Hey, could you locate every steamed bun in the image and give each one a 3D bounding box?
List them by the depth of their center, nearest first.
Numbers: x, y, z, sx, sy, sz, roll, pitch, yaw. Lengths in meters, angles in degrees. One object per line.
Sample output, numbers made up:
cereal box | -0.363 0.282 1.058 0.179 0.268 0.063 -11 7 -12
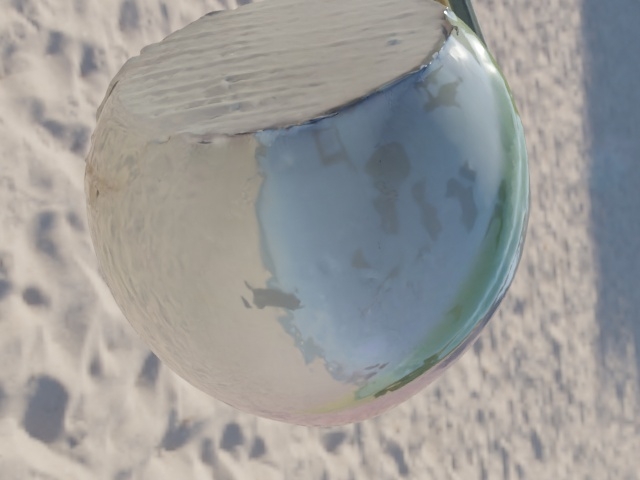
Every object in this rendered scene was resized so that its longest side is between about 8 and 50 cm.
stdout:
steamed bun | 0.000 0.000 0.777 0.309 0.309 0.309 -6 90 -68

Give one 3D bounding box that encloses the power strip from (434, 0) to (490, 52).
power strip | 0.127 -0.190 1.107 0.044 0.064 0.305 -20 89 -37
